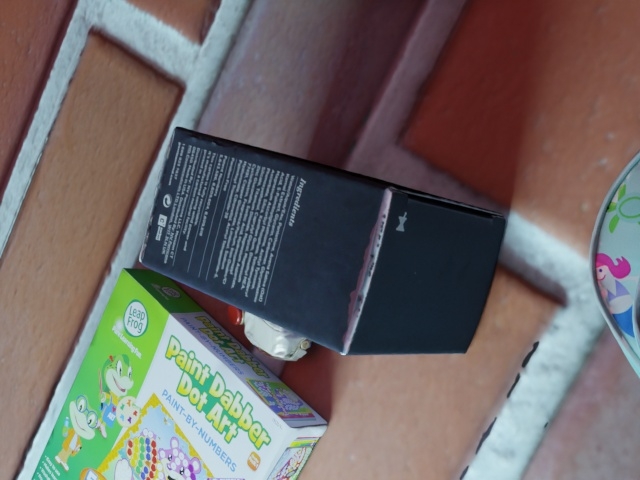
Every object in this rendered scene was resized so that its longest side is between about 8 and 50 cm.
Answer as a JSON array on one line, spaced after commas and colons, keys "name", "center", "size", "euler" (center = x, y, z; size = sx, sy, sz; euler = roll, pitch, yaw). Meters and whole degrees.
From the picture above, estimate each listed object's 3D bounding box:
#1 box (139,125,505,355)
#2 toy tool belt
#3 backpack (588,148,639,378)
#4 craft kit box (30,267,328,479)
[{"name": "box", "center": [0.000, 0.000, 0.635], "size": [0.207, 0.153, 0.108], "euler": [20, 97, 39]}, {"name": "toy tool belt", "center": [-0.034, 0.068, 0.730], "size": [0.083, 0.051, 0.052], "euler": [23, 115, 51]}, {"name": "backpack", "center": [0.256, 0.028, 0.414], "size": [0.225, 0.191, 0.254], "euler": [-44, 55, 27]}, {"name": "craft kit box", "center": [-0.139, 0.191, 0.788], "size": [0.250, 0.061, 0.247], "euler": [35, 104, 36]}]
